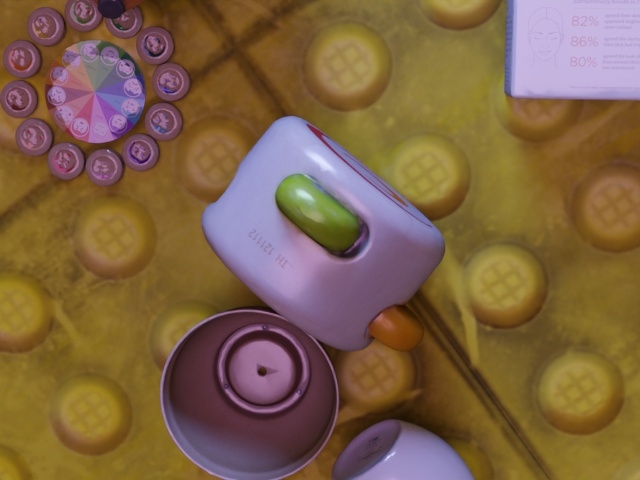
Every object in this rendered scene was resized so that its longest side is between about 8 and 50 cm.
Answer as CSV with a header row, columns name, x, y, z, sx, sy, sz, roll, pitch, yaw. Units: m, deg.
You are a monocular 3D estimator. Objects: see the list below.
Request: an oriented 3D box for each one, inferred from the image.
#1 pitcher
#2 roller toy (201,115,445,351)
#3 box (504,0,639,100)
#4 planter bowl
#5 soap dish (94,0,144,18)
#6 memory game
name,x,y,z,sx,sy,sz,roll,pitch,yaw
pitcher,0.085,0.283,1.133,0.178,0.125,0.207,-32,107,23
roller toy,0.000,0.000,1.053,0.209,0.191,0.146,33,100,-38
box,0.232,-0.211,1.053,0.130,0.091,0.170,2,99,4
planter bowl,-0.060,0.134,1.118,0.162,0.109,0.162,1,98,4
soap dish,-0.171,-0.331,0.968,0.229,0.118,0.291,-21,131,29
memory game,-0.217,-0.143,1.137,0.186,0.012,0.186,1,99,4
